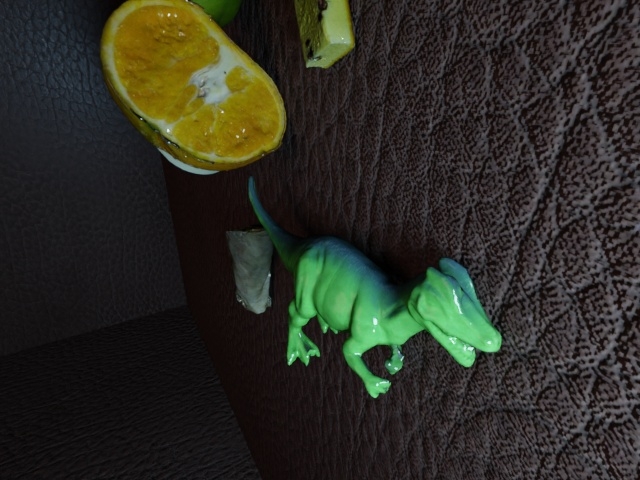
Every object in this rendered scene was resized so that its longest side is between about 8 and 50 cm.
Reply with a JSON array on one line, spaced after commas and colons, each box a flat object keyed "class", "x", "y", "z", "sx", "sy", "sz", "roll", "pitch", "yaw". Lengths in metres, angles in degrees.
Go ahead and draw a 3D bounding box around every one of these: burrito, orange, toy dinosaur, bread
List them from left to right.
[{"class": "orange", "x": -0.232, "y": -0.275, "z": 0.749, "sx": 0.274, "sy": 0.274, "sz": 0.310, "roll": 49, "pitch": 177, "yaw": 44}, {"class": "burrito", "x": -0.193, "y": 0.051, "z": 1.104, "sx": 0.175, "sy": 0.107, "sz": 0.348, "roll": 42, "pitch": 142, "yaw": 30}, {"class": "bread", "x": -0.008, "y": -0.363, "z": 0.560, "sx": 0.088, "sy": 0.049, "sz": 0.226, "roll": -2, "pitch": 100, "yaw": 65}, {"class": "toy dinosaur", "x": 0.000, "y": 0.000, "z": 0.632, "sx": 0.500, "sy": 0.143, "sz": 0.374, "roll": 61, "pitch": 146, "yaw": 20}]

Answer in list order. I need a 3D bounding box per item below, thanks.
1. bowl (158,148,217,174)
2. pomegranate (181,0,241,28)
[{"class": "bowl", "x": -0.265, "y": -0.285, "z": 0.957, "sx": 0.126, "sy": 0.237, "sz": 0.238, "roll": -16, "pitch": 88, "yaw": 49}, {"class": "pomegranate", "x": -0.250, "y": -0.561, "z": 0.814, "sx": 0.236, "sy": 0.235, "sz": 0.302, "roll": 132, "pitch": 151, "yaw": -61}]
